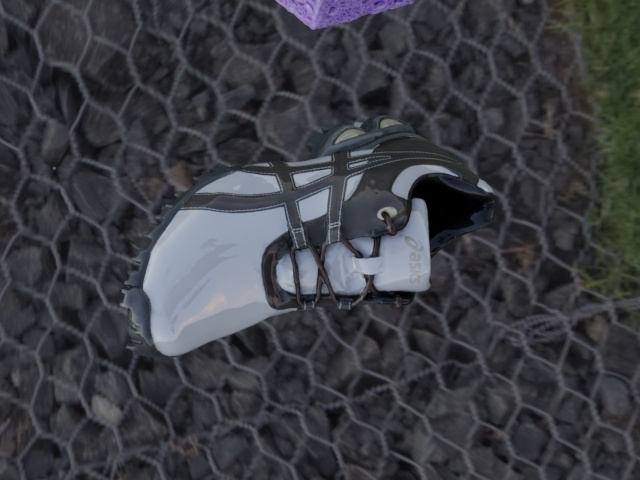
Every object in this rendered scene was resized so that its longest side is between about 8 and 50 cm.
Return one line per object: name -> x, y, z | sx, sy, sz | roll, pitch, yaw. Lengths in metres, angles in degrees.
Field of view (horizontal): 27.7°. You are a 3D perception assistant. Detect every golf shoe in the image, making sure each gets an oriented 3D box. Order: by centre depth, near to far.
golf shoe -> 0.000, 0.000, 0.599 | 0.198, 0.094, 0.077 | -33, 132, -34

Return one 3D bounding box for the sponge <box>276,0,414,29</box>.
sponge -> 0.045, -0.196, 0.847 | 0.210, 0.117, 0.031 | -20, 135, -34
